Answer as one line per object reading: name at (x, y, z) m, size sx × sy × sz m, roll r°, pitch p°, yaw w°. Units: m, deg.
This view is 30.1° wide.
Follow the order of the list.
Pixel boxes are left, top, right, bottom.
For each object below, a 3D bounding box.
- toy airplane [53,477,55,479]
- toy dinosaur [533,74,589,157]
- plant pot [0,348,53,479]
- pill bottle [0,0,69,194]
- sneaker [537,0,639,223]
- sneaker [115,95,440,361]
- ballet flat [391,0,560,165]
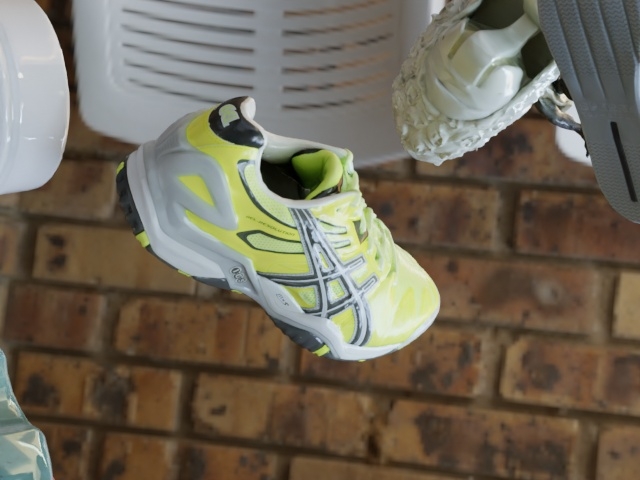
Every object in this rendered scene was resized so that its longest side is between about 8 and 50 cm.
toy airplane at (-0.266, 0.247, 1.007) m, size 0.151 × 0.151 × 0.028 m, roll 5°, pitch 176°, yaw 11°
toy dinosaur at (0.281, -0.163, 1.401) m, size 0.118 × 0.064 × 0.268 m, roll 41°, pitch -171°, yaw 27°
plant pot at (-0.311, 0.172, 0.531) m, size 0.341 × 0.341 × 0.334 m, roll 10°, pitch 131°, yaw -46°
pill bottle at (-0.429, -0.113, 0.994) m, size 0.392 × 0.224 × 0.224 m, roll -10°, pitch -173°, yaw -40°
sneaker at (0.222, -0.137, 0.842) m, size 0.094 × 0.258 × 0.091 m, roll 18°, pitch -132°, yaw 43°
sneaker at (0.000, 0.000, 1.096) m, size 0.147 × 0.145 × 0.385 m, roll -35°, pitch 140°, yaw 28°
ballet flat at (0.205, -0.226, 1.188) m, size 0.409 × 0.147 × 0.147 m, roll -42°, pitch 149°, yaw 26°
